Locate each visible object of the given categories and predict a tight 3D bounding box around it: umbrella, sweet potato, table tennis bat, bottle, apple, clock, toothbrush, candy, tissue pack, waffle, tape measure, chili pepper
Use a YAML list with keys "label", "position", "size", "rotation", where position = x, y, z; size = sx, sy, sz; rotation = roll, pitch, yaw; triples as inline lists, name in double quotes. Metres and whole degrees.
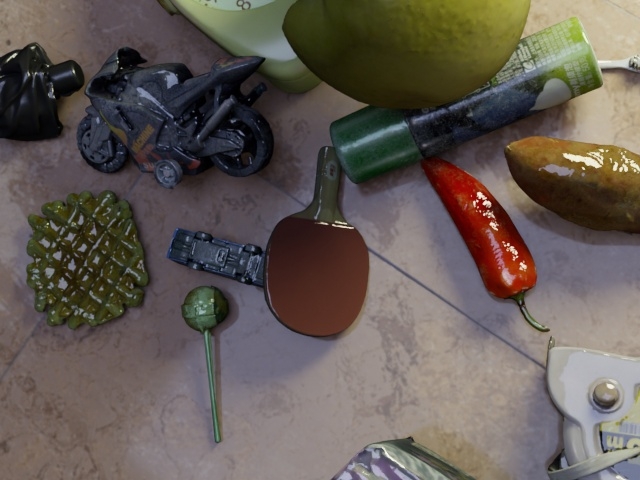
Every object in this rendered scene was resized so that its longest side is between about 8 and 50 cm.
- label: "umbrella"
  position: [-0.452, -0.183, 1.428]
  size: [0.272, 0.110, 0.122]
  rotation: [-17, 79, 3]
- label: "sweet potato"
  position: [0.398, -0.043, 1.246]
  size: [0.385, 0.109, 0.109]
  rotation: [18, 85, 1]
- label: "table tennis bat"
  position: [0.000, 0.000, 1.330]
  size: [0.138, 0.022, 0.247]
  rotation: [12, 75, -18]
- label: "bottle"
  position: [0.175, -0.169, 1.295]
  size: [0.330, 0.093, 0.093]
  rotation: [-21, 78, 13]
- label: "apple"
  position: [0.086, -0.290, 1.168]
  size: [0.292, 0.254, 0.292]
  rotation: [12, 106, 49]
- label: "clock"
  position: [-0.086, -0.387, 1.378]
  size: [0.348, 0.117, 0.286]
  rotation: [33, 89, 14]
- label: "toothbrush"
  position: [0.286, -0.221, 1.327]
  size: [0.307, 0.029, 0.025]
  rotation: [0, 90, 11]
- label: "candy"
  position: [-0.141, 0.159, 1.348]
  size: [0.061, 0.061, 0.203]
  rotation: [-7, 88, 10]
- label: "tissue pack"
  position: [0.142, 0.314, 1.106]
  size: [0.259, 0.361, 0.122]
  rotation: [36, 90, 13]
- label: "waffle"
  position: [-0.316, 0.025, 1.402]
  size: [0.169, 0.036, 0.184]
  rotation: [-15, 79, 10]
- label: "tape measure"
  position: [0.368, 0.223, 1.198]
  size: [0.236, 0.120, 0.197]
  rotation: [6, 77, 16]
- label: "chili pepper"
  position: [0.208, -0.004, 1.296]
  size: [0.071, 0.063, 0.272]
  rotation: [-27, 75, -7]

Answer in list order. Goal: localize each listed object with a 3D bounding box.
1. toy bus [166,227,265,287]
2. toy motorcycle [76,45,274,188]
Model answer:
- label: "toy bus"
  position: [-0.120, 0.024, 1.351]
  size: [0.152, 0.061, 0.051]
  rotation: [15, 83, 14]
- label: "toy motorcycle"
  position: [-0.197, -0.164, 1.345]
  size: [0.307, 0.108, 0.173]
  rotation: [2, 110, 27]
